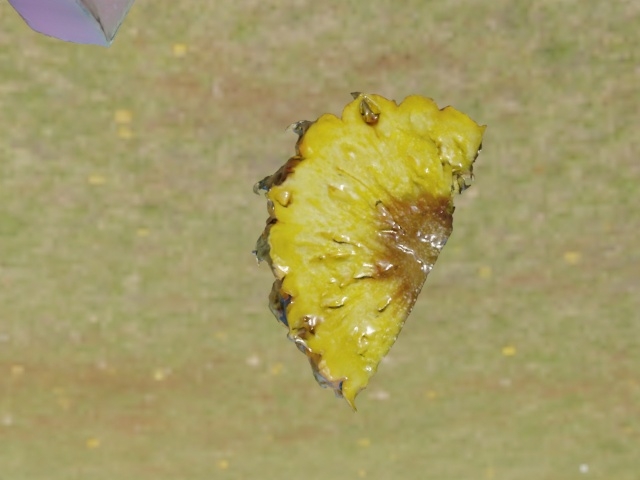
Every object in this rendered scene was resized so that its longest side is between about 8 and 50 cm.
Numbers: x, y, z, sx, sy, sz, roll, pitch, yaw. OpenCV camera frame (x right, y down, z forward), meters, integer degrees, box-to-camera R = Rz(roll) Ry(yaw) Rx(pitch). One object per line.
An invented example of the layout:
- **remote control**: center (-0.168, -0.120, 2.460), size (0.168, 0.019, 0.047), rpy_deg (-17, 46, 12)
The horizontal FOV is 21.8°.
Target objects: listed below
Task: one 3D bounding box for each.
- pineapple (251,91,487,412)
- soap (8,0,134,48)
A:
- **pineapple**: center (0.003, -0.005, 1.245), size (0.140, 0.249, 0.164), rpy_deg (31, 163, -13)
- **soap**: center (-0.163, -0.298, 1.209), size (0.081, 0.259, 0.181), rpy_deg (10, 154, 28)
